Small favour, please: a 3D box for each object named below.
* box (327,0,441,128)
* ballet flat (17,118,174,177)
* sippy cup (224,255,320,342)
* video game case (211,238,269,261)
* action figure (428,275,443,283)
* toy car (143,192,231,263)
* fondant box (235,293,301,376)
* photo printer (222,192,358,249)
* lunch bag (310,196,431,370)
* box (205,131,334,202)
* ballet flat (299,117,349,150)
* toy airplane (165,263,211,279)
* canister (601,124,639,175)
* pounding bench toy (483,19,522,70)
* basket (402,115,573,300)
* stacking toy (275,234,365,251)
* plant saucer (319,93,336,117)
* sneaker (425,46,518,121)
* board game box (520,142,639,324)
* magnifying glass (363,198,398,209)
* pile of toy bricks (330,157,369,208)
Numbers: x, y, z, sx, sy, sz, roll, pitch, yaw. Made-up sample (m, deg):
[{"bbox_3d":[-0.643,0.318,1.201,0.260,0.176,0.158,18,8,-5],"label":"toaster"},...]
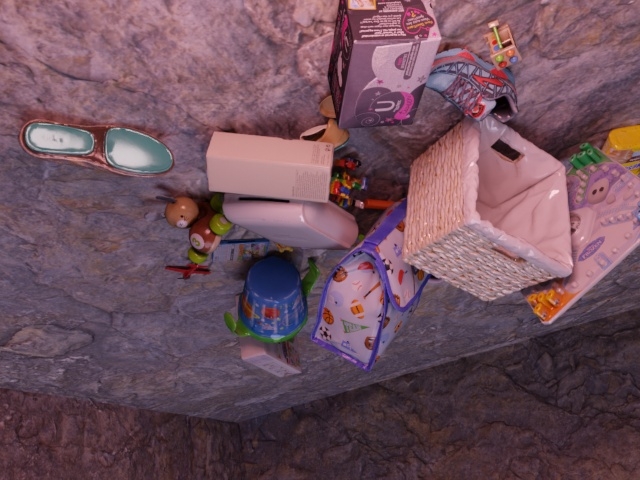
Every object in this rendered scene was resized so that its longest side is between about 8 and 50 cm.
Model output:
[{"bbox_3d":[0.112,-0.337,1.265,0.163,0.142,0.247,-5,154,-8],"label":"box"},{"bbox_3d":[-0.474,-0.194,1.440,0.315,0.108,0.106,11,168,-26],"label":"ballet flat"},{"bbox_3d":[-0.149,0.173,2.137,0.240,0.306,0.224,16,147,5],"label":"sippy cup"},{"bbox_3d":[-0.243,0.030,2.046,0.166,0.015,0.119,-3,153,-13],"label":"video game case"},{"bbox_3d":[0.438,0.083,2.062,0.370,0.276,0.248,27,168,-9],"label":"action figure"},{"bbox_3d":[-0.344,-0.054,1.717,0.188,0.149,0.155,21,131,-27],"label":"toy car"},{"bbox_3d":[-0.185,0.344,2.452,0.096,0.238,0.330,-18,153,16],"label":"fondant box"},{"bbox_3d":[-0.079,-0.060,1.708,0.256,0.107,0.307,4,168,29],"label":"photo printer"},{"bbox_3d":[0.166,0.102,1.836,0.238,0.328,0.386,24,128,18],"label":"lunch bag"},{"bbox_3d":[-0.111,-0.163,1.508,0.275,0.094,0.113,7,136,1],"label":"box"},{"bbox_3d":[-0.036,-0.213,1.575,0.232,0.080,0.073,-29,120,31],"label":"ballet flat"},{"bbox_3d":[-0.401,0.092,2.105,0.151,0.028,0.151,-6,154,-3],"label":"toy airplane"},{"bbox_3d":[0.805,-0.228,1.798,0.126,0.073,0.170,-10,153,1],"label":"canister"},{"bbox_3d":[0.356,-0.386,1.332,0.052,0.065,0.083,-22,151,25],"label":"pounding bench toy"},{"bbox_3d":[0.398,-0.074,1.638,0.328,0.331,0.266,25,146,-25],"label":"basket"},{"bbox_3d":[0.000,0.000,1.982,0.221,0.052,0.167,-3,178,-27],"label":"stacking toy"},{"bbox_3d":[0.037,-0.297,1.467,0.083,0.015,0.083,-7,155,-3],"label":"plant saucer"},{"bbox_3d":[0.317,-0.313,1.400,0.261,0.125,0.104,6,150,-28],"label":"sneaker"},{"bbox_3d":[0.615,-0.035,1.683,0.050,0.390,0.390,35,108,-22],"label":"board game box"},{"bbox_3d":[0.230,-0.098,1.934,0.230,0.026,0.092,2,152,-26],"label":"magnifying glass"},{"bbox_3d":[0.045,-0.148,1.706,0.105,0.118,0.212,13,178,19],"label":"pile of toy bricks"}]
